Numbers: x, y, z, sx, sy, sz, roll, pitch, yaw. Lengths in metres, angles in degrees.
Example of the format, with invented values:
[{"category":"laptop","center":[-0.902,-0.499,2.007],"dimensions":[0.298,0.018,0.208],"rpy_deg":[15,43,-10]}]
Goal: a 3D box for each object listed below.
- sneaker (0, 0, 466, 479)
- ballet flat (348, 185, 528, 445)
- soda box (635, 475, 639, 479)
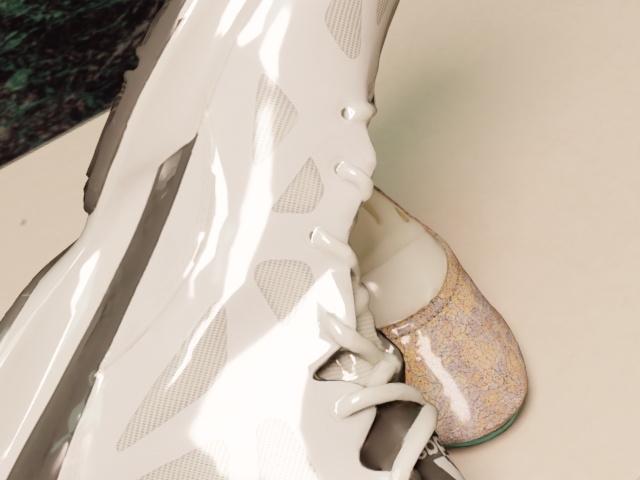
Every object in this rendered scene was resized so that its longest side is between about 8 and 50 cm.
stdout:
[{"category":"sneaker","center":[0.005,0.033,0.848],"dimensions":[0.257,0.169,0.447],"rpy_deg":[28,87,11]},{"category":"ballet flat","center":[0.000,0.000,0.988],"dimensions":[0.107,0.106,0.316],"rpy_deg":[-34,42,-13]},{"category":"soda box","center":[0.227,0.163,0.738],"dimensions":[0.074,0.069,0.216],"rpy_deg":[-43,44,-22]}]
